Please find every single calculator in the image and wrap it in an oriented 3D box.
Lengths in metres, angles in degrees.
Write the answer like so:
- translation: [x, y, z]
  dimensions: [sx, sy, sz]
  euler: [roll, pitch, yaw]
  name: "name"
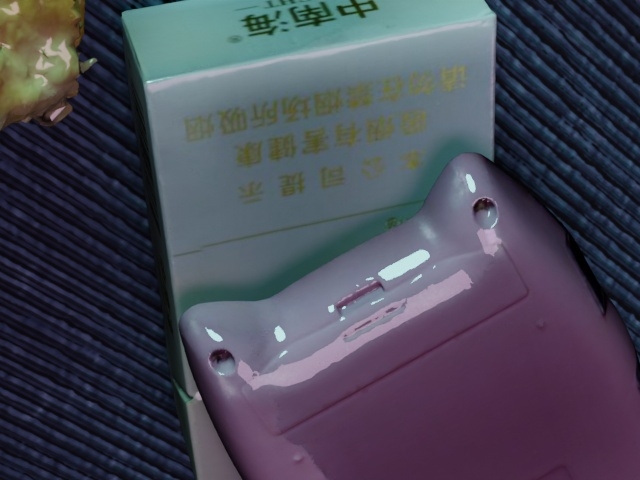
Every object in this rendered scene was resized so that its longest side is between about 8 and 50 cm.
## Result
- translation: [0.065, 0.097, 0.772]
  dimensions: [0.194, 0.043, 0.294]
  euler: [-30, 132, 4]
  name: "calculator"

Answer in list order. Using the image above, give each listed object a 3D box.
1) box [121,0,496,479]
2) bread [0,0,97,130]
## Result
- translation: [0.000, 0.000, 0.747]
  dimensions: [0.155, 0.067, 0.243]
  euler: [-12, 128, -8]
  name: "box"
- translation: [-0.202, -0.101, 0.577]
  dimensions: [0.245, 0.121, 0.174]
  euler: [-11, 119, -5]
  name: "bread"
